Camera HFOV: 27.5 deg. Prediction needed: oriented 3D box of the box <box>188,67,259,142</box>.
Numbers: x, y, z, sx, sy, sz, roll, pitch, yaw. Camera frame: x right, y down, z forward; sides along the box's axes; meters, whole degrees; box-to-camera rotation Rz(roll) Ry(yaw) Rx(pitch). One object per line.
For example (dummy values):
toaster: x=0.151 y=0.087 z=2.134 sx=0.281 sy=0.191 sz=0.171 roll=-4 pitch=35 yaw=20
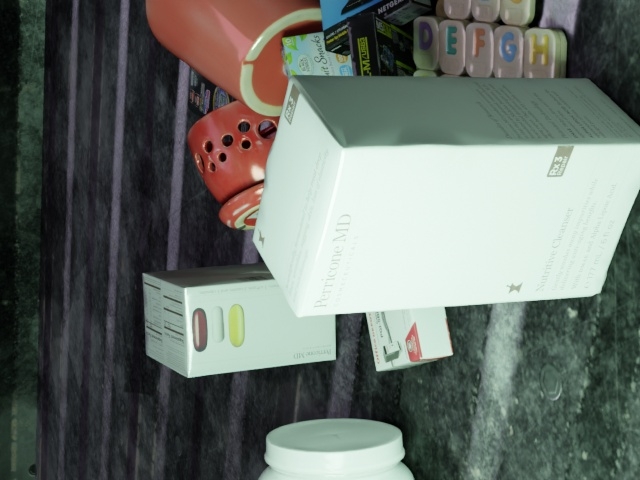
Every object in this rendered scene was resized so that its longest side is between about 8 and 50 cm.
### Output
box: x=-0.169 y=-0.336 z=2.371 sx=0.216 sy=0.060 sz=0.270 roll=-137 pitch=48 yaw=-55

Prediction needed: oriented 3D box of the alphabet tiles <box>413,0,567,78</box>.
alphabet tiles: x=0.203 y=-0.202 z=1.635 sx=0.284 sy=0.021 sz=0.278 roll=21 pitch=115 yaw=56

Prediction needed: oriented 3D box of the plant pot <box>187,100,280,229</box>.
plant pot: x=-0.102 y=-0.124 z=2.133 sx=0.191 sy=0.191 sz=0.174 roll=-47 pitch=61 yaw=57

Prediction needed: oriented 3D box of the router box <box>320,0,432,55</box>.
router box: x=0.072 y=-0.351 z=1.819 sx=0.179 sy=0.046 sz=0.133 roll=-23 pitch=67 yaw=46

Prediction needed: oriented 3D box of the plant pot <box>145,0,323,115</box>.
plant pot: x=-0.097 y=-0.337 z=2.022 sx=0.243 sy=0.275 sz=0.275 roll=50 pitch=139 yaw=35

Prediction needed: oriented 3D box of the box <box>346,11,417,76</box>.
box: x=0.091 y=-0.196 z=1.743 sx=0.045 sy=0.190 sz=0.184 roll=-10 pitch=87 yaw=19

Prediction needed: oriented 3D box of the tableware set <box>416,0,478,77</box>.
tableware set: x=0.176 y=-0.253 z=1.717 sx=0.141 sy=0.020 sz=0.169 roll=53 pitch=138 yaw=47

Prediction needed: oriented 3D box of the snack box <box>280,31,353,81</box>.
snack box: x=0.022 y=-0.253 z=1.892 sx=0.037 sy=0.141 sz=0.100 roll=106 pitch=151 yaw=-66

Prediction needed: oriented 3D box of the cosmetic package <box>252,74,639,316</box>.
cosmetic package: x=0.140 y=-0.053 z=1.407 sx=0.156 sy=0.385 sz=0.217 roll=55 pitch=142 yaw=46

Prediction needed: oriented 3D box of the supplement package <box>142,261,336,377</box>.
supplement package: x=-0.134 y=0.124 z=2.147 sx=0.204 sy=0.261 sz=0.145 roll=13 pitch=106 yaw=63

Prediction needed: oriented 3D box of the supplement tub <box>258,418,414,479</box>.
supplement tub: x=0.025 y=0.441 z=1.908 sx=0.235 sy=0.235 sz=0.325 roll=11 pitch=104 yaw=63

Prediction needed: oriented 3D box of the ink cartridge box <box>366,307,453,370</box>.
ink cartridge box: x=0.123 y=0.127 z=1.852 sx=0.135 sy=0.056 sz=0.099 roll=-29 pitch=69 yaw=62
